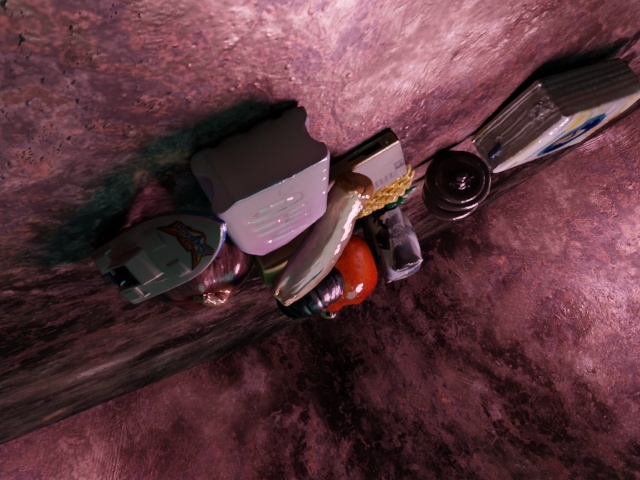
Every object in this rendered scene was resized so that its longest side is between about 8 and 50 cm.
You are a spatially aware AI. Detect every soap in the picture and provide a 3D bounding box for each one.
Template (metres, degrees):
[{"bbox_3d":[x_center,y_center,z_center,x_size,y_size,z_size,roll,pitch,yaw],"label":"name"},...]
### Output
[{"bbox_3d":[-0.096,-0.084,0.859,0.208,0.115,0.347,-26,167,-8],"label":"soap"}]

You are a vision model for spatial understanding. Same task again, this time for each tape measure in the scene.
[{"bbox_3d":[0.240,0.008,1.570,0.147,0.256,0.275,-20,165,-5],"label":"tape measure"}]

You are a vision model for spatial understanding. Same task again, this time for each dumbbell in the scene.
[{"bbox_3d":[0.418,-0.168,1.423,0.192,0.192,0.290,-29,169,3],"label":"dumbbell"}]

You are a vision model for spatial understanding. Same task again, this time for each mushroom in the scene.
[{"bbox_3d":[0.000,0.000,1.029,0.122,0.095,0.351,6,120,-56],"label":"mushroom"}]

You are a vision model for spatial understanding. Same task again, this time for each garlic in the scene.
[{"bbox_3d":[-0.261,0.084,1.048,0.245,0.160,0.245,-28,167,-7],"label":"garlic"}]

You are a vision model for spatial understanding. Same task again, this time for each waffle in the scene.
[{"bbox_3d":[0.159,-0.133,1.323,0.250,0.056,0.261,-27,164,-11],"label":"waffle"}]

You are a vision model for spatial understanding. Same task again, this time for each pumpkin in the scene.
[{"bbox_3d":[-0.029,0.134,1.214,0.194,0.150,0.194,0,171,0],"label":"pumpkin"}]

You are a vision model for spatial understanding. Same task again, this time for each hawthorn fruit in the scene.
[{"bbox_3d":[0.061,0.089,1.542,0.275,0.300,0.275,6,176,0],"label":"hawthorn fruit"}]

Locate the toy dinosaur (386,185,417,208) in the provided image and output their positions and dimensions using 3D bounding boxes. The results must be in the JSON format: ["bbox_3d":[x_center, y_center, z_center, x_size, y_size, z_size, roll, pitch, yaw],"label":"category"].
[{"bbox_3d":[0.259,-0.147,1.489,0.132,0.059,0.096,-28,178,36],"label":"toy dinosaur"}]

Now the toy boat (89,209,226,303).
[{"bbox_3d":[-0.266,0.019,0.769,0.295,0.129,0.088,-21,-157,31],"label":"toy boat"}]

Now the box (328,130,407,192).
[{"bbox_3d":[0.076,-0.145,1.102,0.270,0.045,0.211,-31,159,7],"label":"box"}]

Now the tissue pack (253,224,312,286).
[{"bbox_3d":[-0.103,0.019,1.201,0.159,0.125,0.234,-27,167,-12],"label":"tissue pack"}]

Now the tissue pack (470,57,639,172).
[{"bbox_3d":[0.679,-0.359,1.310,0.388,0.162,0.287,-21,168,-27],"label":"tissue pack"}]
